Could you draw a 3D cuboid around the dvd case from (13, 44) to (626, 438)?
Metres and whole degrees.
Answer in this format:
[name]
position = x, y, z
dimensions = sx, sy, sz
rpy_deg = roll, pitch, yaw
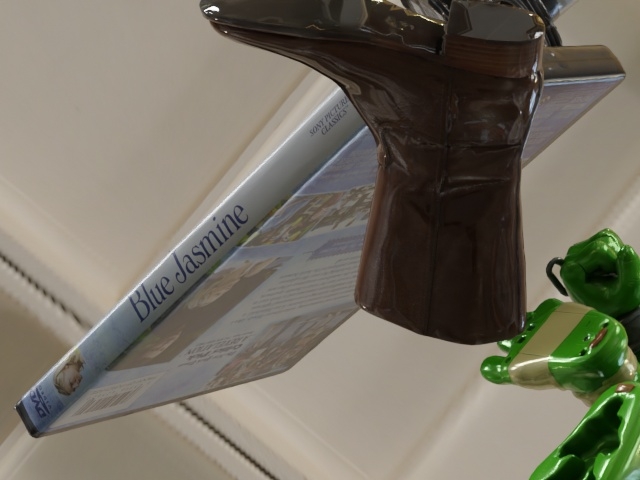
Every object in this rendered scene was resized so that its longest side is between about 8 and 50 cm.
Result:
[dvd case]
position = 0.000, 0.000, 0.788
dimensions = 0.253, 0.180, 0.022
rpy_deg = -43, -109, 34

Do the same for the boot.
[boot]
position = 0.014, -0.020, 0.548
dimensions = 0.106, 0.037, 0.114
rpy_deg = 12, -54, 14

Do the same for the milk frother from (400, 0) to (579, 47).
[milk frother]
position = 0.126, -0.146, 0.959
dimensions = 0.135, 0.129, 0.143
rpy_deg = -41, -116, -3

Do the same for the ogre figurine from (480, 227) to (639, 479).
[ogre figurine]
position = 0.119, 0.089, 0.621
dimensions = 0.097, 0.197, 0.118
rpy_deg = -39, -70, 6
